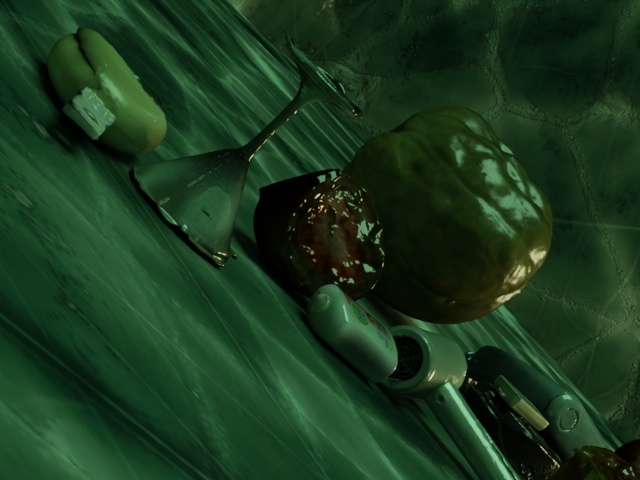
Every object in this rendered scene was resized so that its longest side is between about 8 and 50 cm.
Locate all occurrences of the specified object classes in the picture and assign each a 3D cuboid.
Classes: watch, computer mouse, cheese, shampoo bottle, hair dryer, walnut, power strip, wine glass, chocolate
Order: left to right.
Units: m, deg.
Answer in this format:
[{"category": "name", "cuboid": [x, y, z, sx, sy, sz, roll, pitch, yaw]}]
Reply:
[{"category": "cheese", "cuboid": [-0.186, -0.116, 1.468, 0.127, 0.054, 0.251, 46, 7, -8]}, {"category": "wine glass", "cuboid": [-0.060, -0.082, 1.496, 0.122, 0.183, 0.122, 45, 6, -6]}, {"category": "chocolate", "cuboid": [0.000, 0.000, 1.711, 0.127, 0.124, 0.133, -64, 143, -86]}, {"category": "shampoo bottle", "cuboid": [0.027, 0.084, 1.663, 0.099, 0.043, 0.072, 43, 16, -34]}, {"category": "walnut", "cuboid": [0.154, -0.029, 2.228, 0.277, 0.282, 0.253, 43, 46, 7]}, {"category": "hair dryer", "cuboid": [0.139, 0.192, 1.735, 0.236, 0.073, 0.131, 58, 11, 17]}, {"category": "computer mouse", "cuboid": [0.212, 0.227, 1.929, 0.192, 0.062, 0.106, 48, 3, -36]}, {"category": "power strip", "cuboid": [0.217, 0.177, 1.896, 0.090, 0.016, 0.040, 41, 8, -49]}, {"category": "watch", "cuboid": [0.253, 0.214, 2.075, 0.193, 0.068, 0.206, 25, -24, 55]}]

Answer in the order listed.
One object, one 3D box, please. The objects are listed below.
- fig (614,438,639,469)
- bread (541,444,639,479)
[{"category": "fig", "cuboid": [0.426, 0.347, 2.336, 0.149, 0.202, 0.148, 47, 40, -12]}, {"category": "bread", "cuboid": [0.293, 0.318, 1.576, 0.185, 0.109, 0.380, 59, 6, -16]}]
